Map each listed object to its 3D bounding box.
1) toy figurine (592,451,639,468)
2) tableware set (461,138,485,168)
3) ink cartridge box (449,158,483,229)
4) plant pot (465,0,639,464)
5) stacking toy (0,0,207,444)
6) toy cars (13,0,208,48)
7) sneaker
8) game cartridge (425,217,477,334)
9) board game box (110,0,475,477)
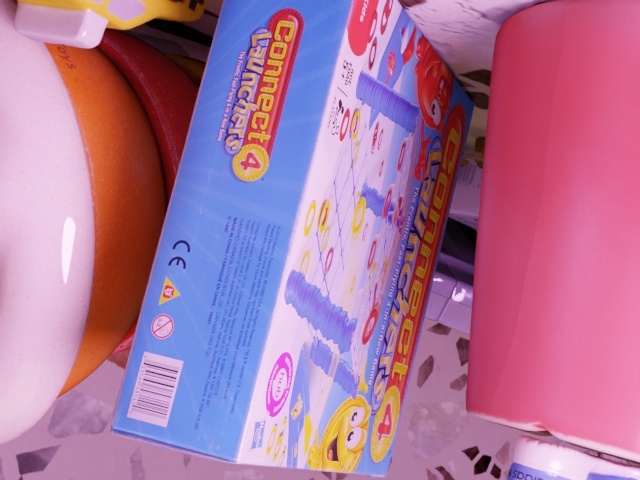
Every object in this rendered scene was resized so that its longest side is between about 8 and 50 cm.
[{"bbox_3d":[0.437,0.221,1.620,0.148,0.209,0.213,-1,-167,-10],"label":"toy figurine"},{"bbox_3d":[0.094,-0.090,1.200,0.154,0.024,0.104,12,176,24],"label":"tableware set"},{"bbox_3d":[0.273,-0.004,1.328,0.165,0.065,0.332,10,170,42],"label":"ink cartridge box"},{"bbox_3d":[0.211,0.015,0.801,0.275,0.243,0.275,16,175,1],"label":"plant pot"},{"bbox_3d":[-0.144,-0.043,1.088,0.350,0.351,0.480,10,-167,42],"label":"stacking toy"},{"bbox_3d":[-0.135,-0.171,0.721,0.176,0.087,0.393,16,174,-9],"label":"toy cars"},{"bbox_3d":[0.166,0.176,0.820,0.058,0.084,0.152,10,172,46],"label":"sneaker"},{"bbox_3d":[0.138,0.022,1.385,0.230,0.068,0.355,18,-167,-11],"label":"game cartridge"},{"bbox_3d":[0.000,0.000,0.898,0.086,0.308,0.302,11,173,21],"label":"board game box"}]
